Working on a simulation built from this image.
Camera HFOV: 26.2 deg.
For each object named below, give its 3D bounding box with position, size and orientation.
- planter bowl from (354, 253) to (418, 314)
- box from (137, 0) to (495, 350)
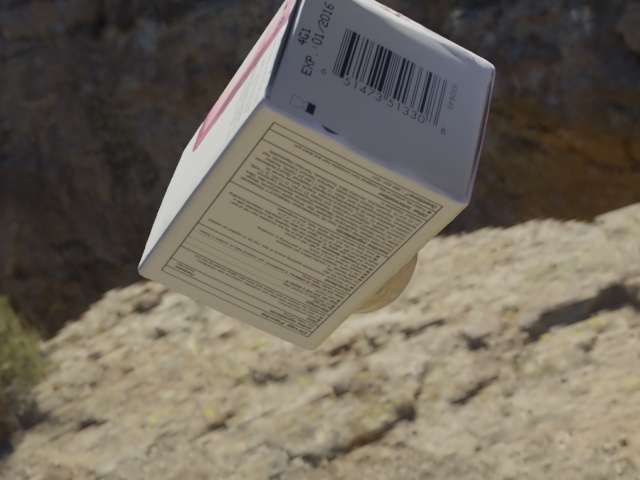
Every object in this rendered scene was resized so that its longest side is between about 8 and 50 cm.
[{"bbox_3d":[0.000,0.000,1.340,0.162,0.162,0.109,-7,3,37],"label":"planter bowl"},{"bbox_3d":[-0.007,-0.046,0.945,0.232,0.148,0.127,-46,23,51],"label":"box"}]
